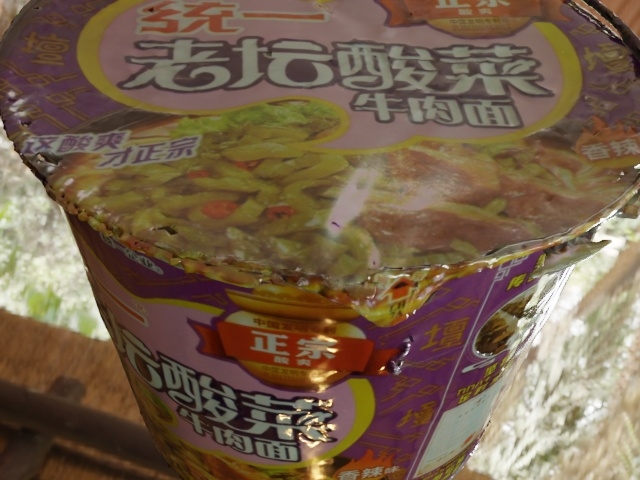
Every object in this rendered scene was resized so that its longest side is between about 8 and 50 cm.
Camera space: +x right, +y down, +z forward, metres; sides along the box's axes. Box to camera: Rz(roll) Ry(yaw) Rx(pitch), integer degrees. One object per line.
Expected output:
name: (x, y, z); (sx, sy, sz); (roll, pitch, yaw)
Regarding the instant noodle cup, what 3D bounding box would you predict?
instant noodle cup: (0.000, 0.000, 0.534); (0.340, 0.266, 0.339); (2, -138, -2)
